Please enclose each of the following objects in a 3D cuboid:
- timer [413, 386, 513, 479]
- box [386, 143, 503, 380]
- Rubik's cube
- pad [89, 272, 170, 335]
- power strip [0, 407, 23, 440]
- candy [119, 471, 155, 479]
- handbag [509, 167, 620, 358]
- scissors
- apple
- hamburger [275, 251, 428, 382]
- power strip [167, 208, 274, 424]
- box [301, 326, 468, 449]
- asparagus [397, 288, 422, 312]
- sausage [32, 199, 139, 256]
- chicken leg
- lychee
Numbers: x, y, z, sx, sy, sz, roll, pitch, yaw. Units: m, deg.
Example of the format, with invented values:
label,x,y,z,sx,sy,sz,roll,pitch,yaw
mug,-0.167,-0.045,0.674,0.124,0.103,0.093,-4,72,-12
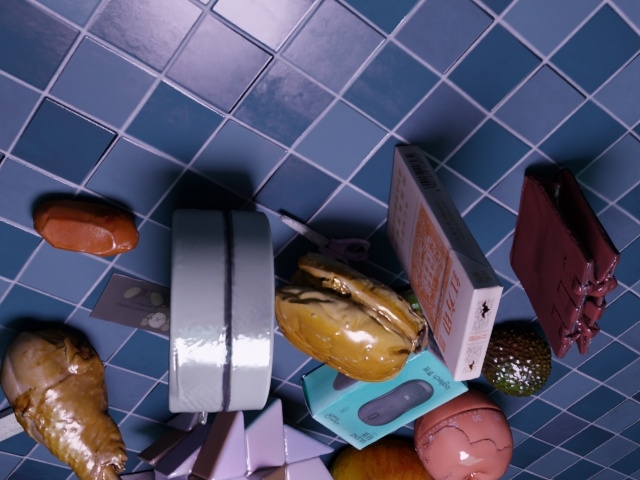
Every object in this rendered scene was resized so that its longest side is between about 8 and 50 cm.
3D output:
label,x,y,z,sx,sy,sz,roll,pitch,yaw
timer,0.338,0.471,1.721,0.229,0.215,0.229,-7,132,-8
box,0.189,0.025,1.193,0.051,0.365,0.204,-8,132,-12
Rubik's cube,-0.171,0.515,1.566,0.387,0.368,0.358,-3,178,-37
pad,-0.335,0.131,1.411,0.190,0.004,0.127,19,124,-26
power strip,-0.662,0.386,1.545,0.252,0.027,0.060,-25,131,9
candy,-0.463,0.669,1.767,0.185,0.137,0.195,-11,131,-3
handbag,0.434,0.038,1.321,0.084,0.275,0.260,-6,130,-5
scissors,0.000,0.000,1.360,0.110,0.021,0.212,-39,128,24
apple,0.153,0.650,1.802,0.301,0.301,0.301,-6,132,-7
hamburger,0.054,0.150,1.324,0.318,0.318,0.158,42,69,-37
power strip,-0.170,0.126,1.212,0.161,0.357,0.357,1,130,-12
box,0.143,0.319,1.609,0.311,0.118,0.205,-33,128,15
asparagus,0.101,0.160,1.497,0.277,0.060,0.067,-22,138,7
sausage,-0.394,-0.021,1.211,0.179,0.089,0.089,8,129,-7
chicken leg,-0.457,0.357,1.413,0.182,0.409,0.295,-33,173,-18
lychee,0.427,0.269,1.611,0.171,0.171,0.171,-6,132,-7
